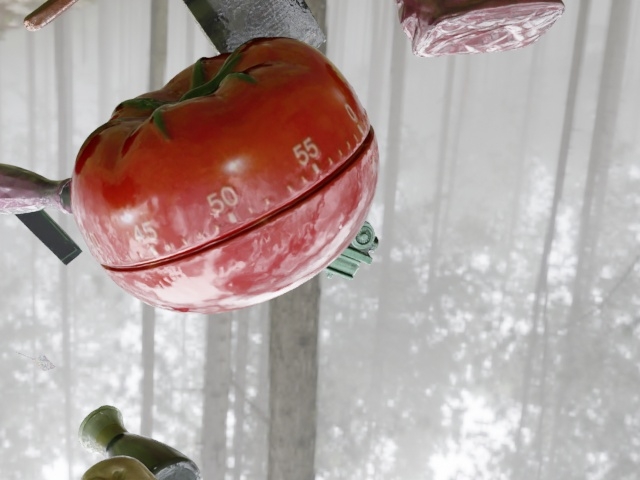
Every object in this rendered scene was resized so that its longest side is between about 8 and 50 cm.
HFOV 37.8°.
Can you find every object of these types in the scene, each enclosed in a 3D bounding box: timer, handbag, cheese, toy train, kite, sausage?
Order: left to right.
[{"bbox_3d":[-0.535,-0.041,1.762,0.044,0.209,0.042,-41,-147,-7],"label":"toy train"},{"bbox_3d":[-0.543,0.227,1.792,0.078,0.044,0.002,38,-141,-14],"label":"kite"},{"bbox_3d":[-0.461,-0.410,1.633,0.030,0.035,0.147,-6,-146,48],"label":"sausage"},{"bbox_3d":[-0.337,0.485,1.685,0.235,0.218,0.117,-7,-152,49],"label":"cheese"},{"bbox_3d":[-0.113,-0.074,1.155,0.378,0.279,0.378,-21,-159,9],"label":"timer"},{"bbox_3d":[0.000,0.000,1.367,0.170,0.111,0.071,21,-169,-22],"label":"toy train"},{"bbox_3d":[0.219,-0.344,1.322,0.225,0.135,0.146,-10,163,-18],"label":"handbag"}]

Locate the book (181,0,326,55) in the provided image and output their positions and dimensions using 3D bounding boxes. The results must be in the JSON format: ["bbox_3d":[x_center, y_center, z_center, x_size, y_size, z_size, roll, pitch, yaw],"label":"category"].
[{"bbox_3d":[-0.103,-0.342,1.397,0.160,0.228,0.024,-39,-143,-6],"label":"book"}]

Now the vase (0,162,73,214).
[{"bbox_3d":[-0.458,-0.076,1.482,0.214,0.086,0.086,7,-166,36],"label":"vase"}]

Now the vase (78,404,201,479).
[{"bbox_3d":[-0.422,0.498,2.110,0.173,0.173,0.321,-9,-157,-40],"label":"vase"}]
